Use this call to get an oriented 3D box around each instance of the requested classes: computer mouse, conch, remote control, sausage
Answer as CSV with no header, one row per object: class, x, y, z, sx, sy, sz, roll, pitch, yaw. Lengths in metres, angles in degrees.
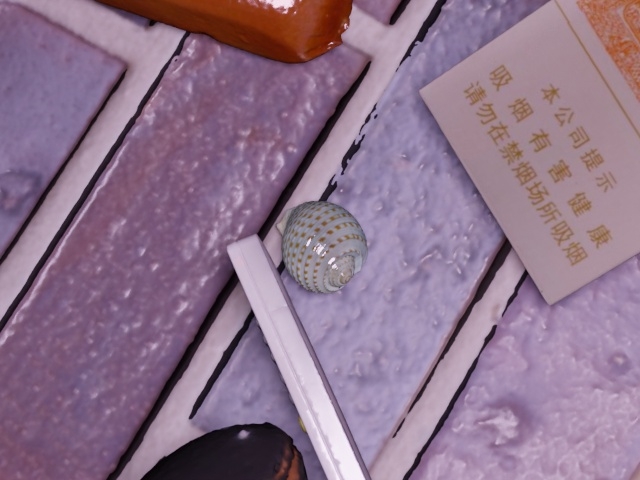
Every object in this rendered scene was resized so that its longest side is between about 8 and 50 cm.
computer mouse,-0.129,0.269,1.034,0.116,0.183,0.323,35,83,-15
conch,0.001,-0.001,1.140,0.076,0.057,0.085,-37,77,-15
remote control,-0.008,0.116,1.091,0.034,0.103,0.250,-25,78,-2
sausage,-0.140,-0.240,1.184,0.348,0.094,0.097,19,85,9

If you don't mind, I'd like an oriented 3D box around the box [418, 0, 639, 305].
box,0.276,-0.128,1.058,0.365,0.051,0.205,-33,83,22
